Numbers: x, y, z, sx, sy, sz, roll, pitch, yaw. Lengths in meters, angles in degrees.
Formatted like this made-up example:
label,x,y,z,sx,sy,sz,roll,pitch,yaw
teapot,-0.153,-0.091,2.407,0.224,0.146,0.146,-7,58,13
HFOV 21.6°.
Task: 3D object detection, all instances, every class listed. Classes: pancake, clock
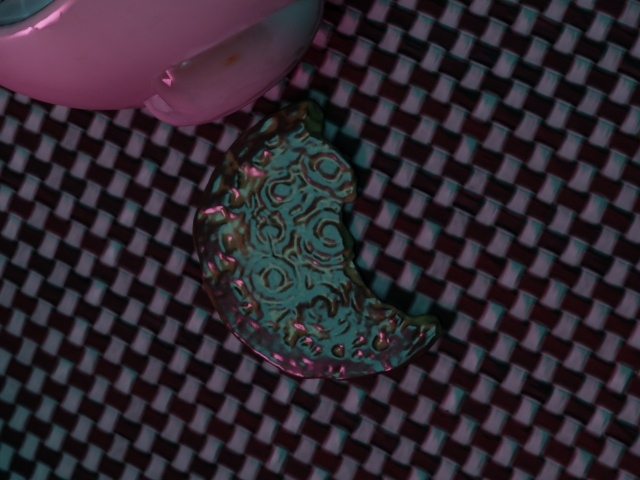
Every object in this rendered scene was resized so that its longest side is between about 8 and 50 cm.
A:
label,x,y,z,sx,sy,sz,roll,pitch,yaw
pancake,0.000,0.000,1.140,0.184,0.020,0.190,8,95,16
clock,-0.102,-0.269,1.039,0.377,0.250,0.368,-32,83,15
